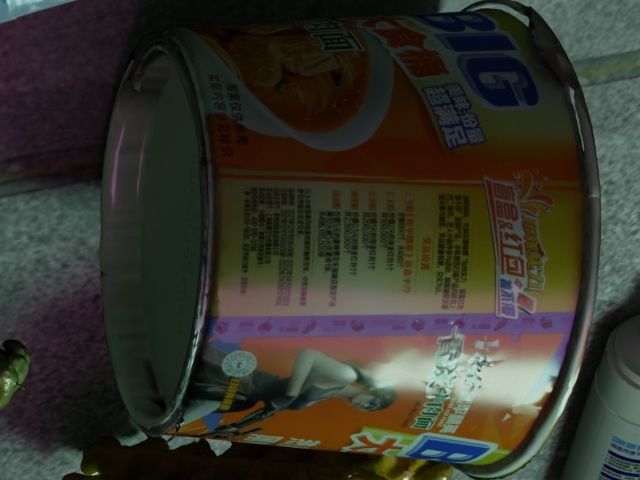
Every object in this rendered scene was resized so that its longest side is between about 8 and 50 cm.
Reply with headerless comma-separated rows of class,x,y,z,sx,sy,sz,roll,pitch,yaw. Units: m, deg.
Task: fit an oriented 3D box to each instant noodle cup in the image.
instant noodle cup,0.000,0.000,0.982,0.214,0.296,0.296,0,136,-21

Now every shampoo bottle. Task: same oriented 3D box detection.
shampoo bottle,0.269,0.159,1.467,0.092,0.092,0.303,-14,140,-17

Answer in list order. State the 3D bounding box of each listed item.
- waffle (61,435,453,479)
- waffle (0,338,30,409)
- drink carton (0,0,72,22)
waffle,-0.036,0.164,1.174,0.293,0.260,0.069,-23,109,-3
waffle,-0.273,0.115,1.029,0.214,0.208,0.054,-27,100,-17
drink carton,-0.181,-0.238,0.699,0.194,0.132,0.324,-19,144,-12
